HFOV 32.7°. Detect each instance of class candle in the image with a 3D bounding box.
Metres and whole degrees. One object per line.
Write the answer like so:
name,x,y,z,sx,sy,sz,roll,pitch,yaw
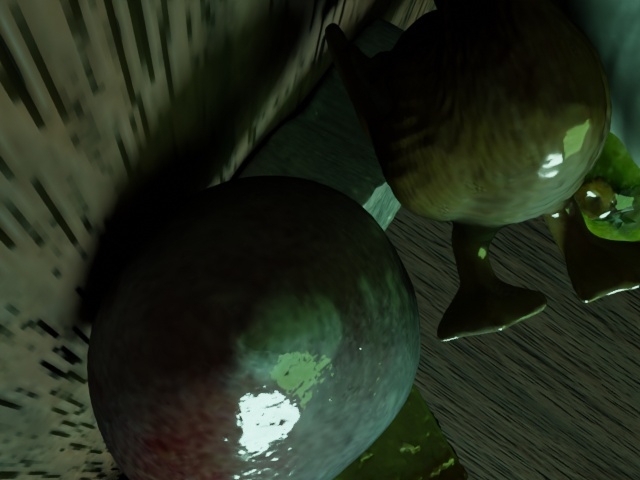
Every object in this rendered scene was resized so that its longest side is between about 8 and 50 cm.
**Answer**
candle,0.002,-0.016,0.567,0.192,0.068,0.168,-51,172,-36

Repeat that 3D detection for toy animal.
toy animal,0.049,-0.063,0.397,0.089,0.179,0.188,-22,-165,-7

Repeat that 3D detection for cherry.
cherry,-0.041,0.061,0.381,0.188,0.115,0.148,-49,-165,-6

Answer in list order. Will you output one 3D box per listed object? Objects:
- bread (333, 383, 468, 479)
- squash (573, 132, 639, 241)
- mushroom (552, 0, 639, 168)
bread,0.008,0.237,0.831,0.236,0.263,0.198,-19,157,-23
squash,0.145,-0.095,0.551,0.132,0.132,0.247,122,-19,-45
mushroom,0.151,-0.157,0.327,0.122,0.159,0.329,-47,163,-35
